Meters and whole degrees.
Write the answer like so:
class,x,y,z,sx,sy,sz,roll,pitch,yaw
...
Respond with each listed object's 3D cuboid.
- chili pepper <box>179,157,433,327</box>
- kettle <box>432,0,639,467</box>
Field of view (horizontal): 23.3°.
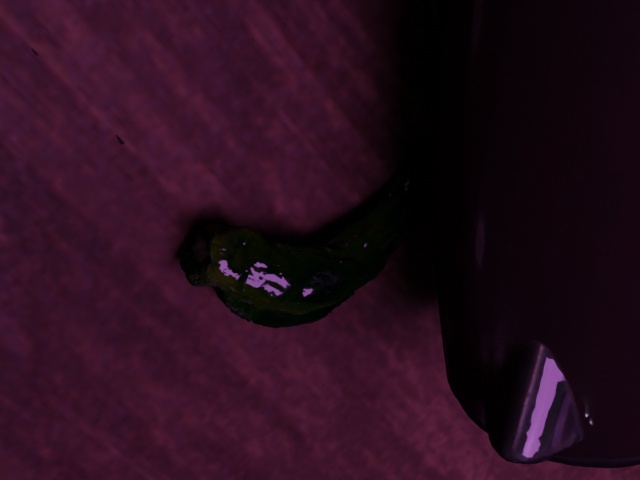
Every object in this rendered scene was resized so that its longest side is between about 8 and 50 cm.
class,x,y,z,sx,sy,sz,roll,pitch,yaw
chili pepper,0.003,0.008,0.600,0.118,0.035,0.055,-17,126,-29
kettle,0.115,-0.039,0.599,0.202,0.144,0.232,-51,152,-55
